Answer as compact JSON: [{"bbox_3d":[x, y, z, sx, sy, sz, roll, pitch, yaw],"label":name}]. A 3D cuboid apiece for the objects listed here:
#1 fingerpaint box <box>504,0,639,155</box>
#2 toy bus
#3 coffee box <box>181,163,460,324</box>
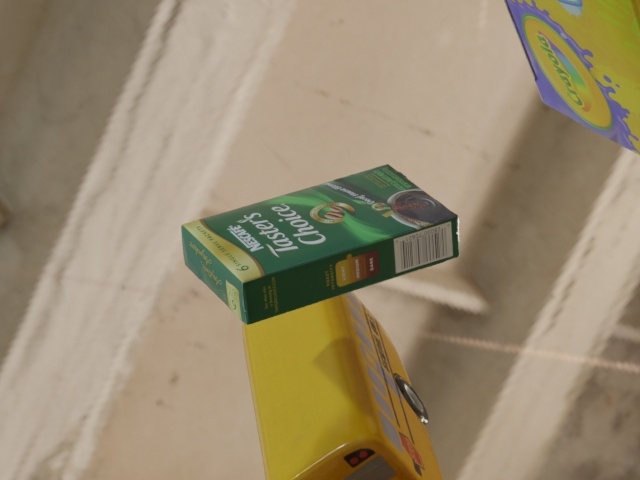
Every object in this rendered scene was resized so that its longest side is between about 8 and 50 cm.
[{"bbox_3d":[0.275,-0.325,1.123,0.371,0.163,0.445,-46,-39,-12],"label":"fingerpaint box"},{"bbox_3d":[0.022,0.162,1.284,0.108,0.332,0.130,-34,-63,10],"label":"toy bus"},{"bbox_3d":[0.000,0.000,1.207,0.184,0.113,0.040,-17,-59,-21],"label":"coffee box"}]
